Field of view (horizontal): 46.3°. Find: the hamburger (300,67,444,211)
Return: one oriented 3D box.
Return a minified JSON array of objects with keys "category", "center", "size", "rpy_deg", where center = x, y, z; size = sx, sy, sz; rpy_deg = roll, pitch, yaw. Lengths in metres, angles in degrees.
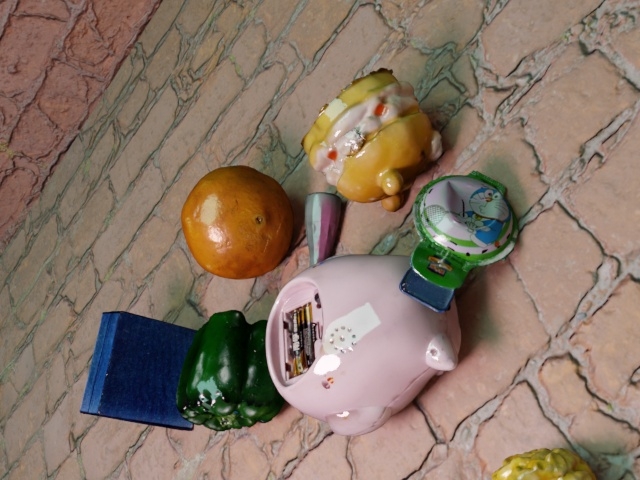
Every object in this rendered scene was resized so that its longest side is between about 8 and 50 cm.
[{"category":"hamburger","center":[0.120,-0.195,1.574],"size":[0.276,0.276,0.237],"rpy_deg":[-44,76,26]}]

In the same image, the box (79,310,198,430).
[{"category":"box","center":[-0.446,0.339,1.935],"size":[0.116,0.279,0.261],"rpy_deg":[-11,64,47]}]

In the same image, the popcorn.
[{"category":"popcorn","center":[0.344,0.399,1.140],"size":[0.180,0.180,0.170],"rpy_deg":[-56,13,14]}]

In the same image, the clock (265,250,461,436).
[{"category":"clock","center":[0.077,0.176,1.445],"size":[0.376,0.250,0.368],"rpy_deg":[-30,51,36]}]

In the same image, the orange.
[{"category":"orange","center":[-0.199,-0.045,1.830],"size":[0.226,0.284,0.284],"rpy_deg":[-3,71,55]}]

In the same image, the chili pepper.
[{"category":"chili pepper","center":[-0.203,0.304,1.726],"size":[0.248,0.233,0.257],"rpy_deg":[-24,50,35]}]

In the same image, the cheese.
[{"category":"cheese","center":[0.251,-0.008,1.373],"size":[0.320,0.204,0.083],"rpy_deg":[-56,-10,-32]}]

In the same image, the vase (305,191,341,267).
[{"category":"vase","center":[0.000,0.000,1.751],"size":[0.086,0.086,0.214],"rpy_deg":[-11,70,45]}]
